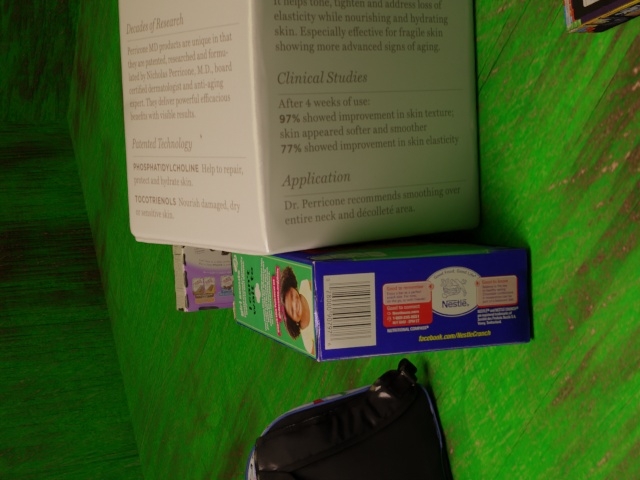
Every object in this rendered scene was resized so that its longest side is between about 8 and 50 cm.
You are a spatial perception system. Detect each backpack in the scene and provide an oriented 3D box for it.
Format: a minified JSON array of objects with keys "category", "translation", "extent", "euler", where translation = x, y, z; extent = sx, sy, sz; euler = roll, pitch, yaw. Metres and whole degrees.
[{"category":"backpack","translation":[0.030,0.327,1.585],"extent":[0.213,0.263,0.277],"euler":[121,139,-57]}]

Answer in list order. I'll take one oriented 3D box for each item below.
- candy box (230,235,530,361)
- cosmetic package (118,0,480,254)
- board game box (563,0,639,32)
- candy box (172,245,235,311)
[{"category":"candy box","translation":[0.061,0.059,1.440],"extent":[0.317,0.268,0.122],"euler":[-174,81,-69]},{"category":"cosmetic package","translation":[-0.030,-0.199,1.459],"extent":[0.327,0.329,0.394],"euler":[5,99,54]},{"category":"board game box","translation":[0.278,-0.295,1.107],"extent":[0.141,0.048,0.170],"euler":[169,97,-67]},{"category":"candy box","translation":[-0.193,0.030,2.245],"extent":[0.070,0.164,0.196],"euler":[178,88,-67]}]
